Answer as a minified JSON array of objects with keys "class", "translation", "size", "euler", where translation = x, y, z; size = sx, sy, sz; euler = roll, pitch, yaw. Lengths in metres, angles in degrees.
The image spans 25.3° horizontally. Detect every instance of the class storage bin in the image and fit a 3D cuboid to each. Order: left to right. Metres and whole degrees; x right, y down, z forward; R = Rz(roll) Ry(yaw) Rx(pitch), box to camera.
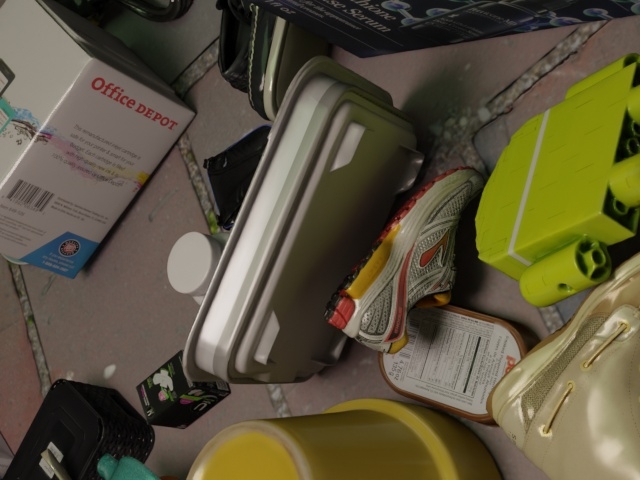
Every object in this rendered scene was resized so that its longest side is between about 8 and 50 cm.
[{"class":"storage bin","translation":[-0.294,0.270,1.703],"size":[0.122,0.084,0.180],"euler":[37,103,42]}]

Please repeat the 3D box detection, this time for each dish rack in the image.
[{"class":"dish rack","translation":[0.000,0.000,1.416],"size":[0.072,0.285,0.333],"euler":[25,94,20]}]

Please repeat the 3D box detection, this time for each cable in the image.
[{"class":"cable","translation":[-0.286,-0.332,1.894],"size":[0.287,0.072,0.139],"euler":[-8,95,32]}]

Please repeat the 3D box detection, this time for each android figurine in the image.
[{"class":"android figurine","translation":[0.232,-0.056,1.301],"size":[0.273,0.056,0.248],"euler":[-32,34,54]}]

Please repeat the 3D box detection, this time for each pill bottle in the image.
[{"class":"pill bottle","translation":[-0.085,0.040,1.535],"size":[0.087,0.160,0.087],"euler":[-15,67,38]}]

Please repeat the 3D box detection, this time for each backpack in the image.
[{"class":"backpack","translation":[-0.060,-0.071,1.599],"size":[0.114,0.084,0.105],"euler":[-36,56,34]}]

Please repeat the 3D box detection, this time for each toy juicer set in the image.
[{"class":"toy juicer set","translation":[-0.164,0.321,1.540],"size":[0.089,0.209,0.329],"euler":[-37,24,-27]}]

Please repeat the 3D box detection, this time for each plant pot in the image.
[{"class":"plant pot","translation":[0.008,0.262,1.332],"size":[0.254,0.239,0.254],"euler":[-15,66,38]}]

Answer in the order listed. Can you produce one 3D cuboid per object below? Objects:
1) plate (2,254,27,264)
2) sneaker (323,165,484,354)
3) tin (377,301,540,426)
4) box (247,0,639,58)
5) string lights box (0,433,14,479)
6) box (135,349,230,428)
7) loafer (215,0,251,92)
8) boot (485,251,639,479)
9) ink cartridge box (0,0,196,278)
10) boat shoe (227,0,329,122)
[{"class":"plate","translation":[-0.378,-0.057,1.920],"size":[0.188,0.024,0.188],"euler":[-15,66,38]},{"class":"sneaker","translation":[0.097,0.019,1.409],"size":[0.225,0.093,0.088],"euler":[-52,2,-22]},{"class":"tin","translation":[0.135,0.118,1.403],"size":[0.190,0.040,0.106],"euler":[14,91,43]},{"class":"box","translation":[0.109,-0.340,1.391],"size":[0.395,0.293,0.212],"euler":[-3,75,42]},{"class":"string lights box","translation":[-0.524,0.351,1.848],"size":[0.259,0.133,0.077],"euler":[-56,49,14]},{"class":"box","translation":[-0.157,0.171,1.626],"size":[0.083,0.062,0.052],"euler":[-38,56,26]},{"class":"loafer","translation":[-0.084,-0.284,1.691],"size":[0.076,0.078,0.223],"euler":[-11,70,39]},{"class":"boot","translation":[0.288,0.135,1.221],"size":[0.262,0.095,0.203],"euler":[-45,55,16]},{"class":"ink cartridge box","translation":[-0.338,-0.133,1.764],"size":[0.270,0.198,0.197],"euler":[-52,53,9]},{"class":"boat shoe","translation":[-0.051,-0.291,1.613],"size":[0.113,0.127,0.340],"euler":[5,77,21]}]
